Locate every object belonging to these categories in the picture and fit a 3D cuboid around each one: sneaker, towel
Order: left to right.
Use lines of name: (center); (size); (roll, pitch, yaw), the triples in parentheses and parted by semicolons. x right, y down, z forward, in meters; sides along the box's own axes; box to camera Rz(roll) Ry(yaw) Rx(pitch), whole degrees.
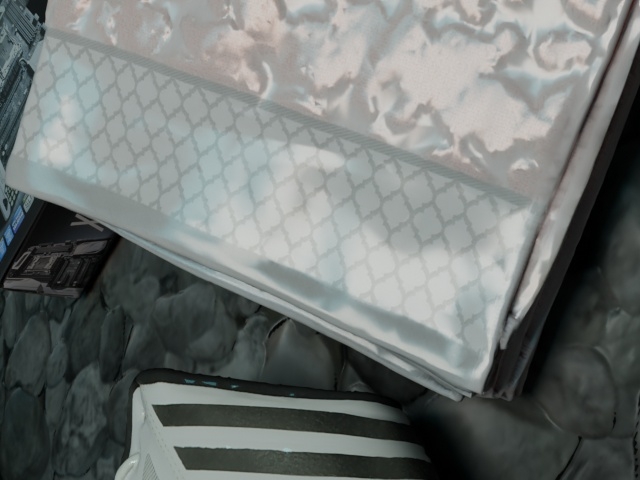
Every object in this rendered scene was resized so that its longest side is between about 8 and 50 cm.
sneaker: (-0.086, 0.236, 0.615); (0.447, 0.169, 0.257); (-39, 45, 27)
towel: (-0.005, -0.122, 0.537); (0.332, 0.053, 0.317); (23, 104, 26)

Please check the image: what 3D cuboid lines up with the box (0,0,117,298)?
box: (-0.186, -0.148, 0.849); (0.307, 0.076, 0.242); (-55, 45, 26)
